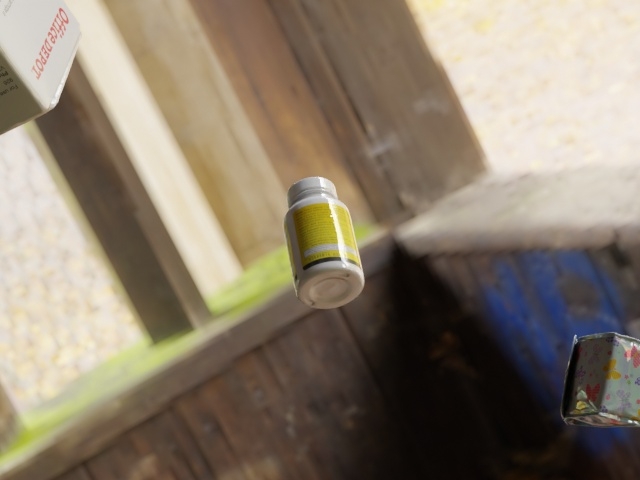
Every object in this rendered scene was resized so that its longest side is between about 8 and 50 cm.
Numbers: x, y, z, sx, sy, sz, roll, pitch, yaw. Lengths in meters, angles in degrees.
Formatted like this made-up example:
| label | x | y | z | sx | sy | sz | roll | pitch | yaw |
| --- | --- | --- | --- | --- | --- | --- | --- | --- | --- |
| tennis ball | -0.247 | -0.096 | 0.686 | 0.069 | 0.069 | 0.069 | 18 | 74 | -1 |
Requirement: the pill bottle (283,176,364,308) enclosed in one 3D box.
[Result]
| label | x | y | z | sx | sy | sz | roll | pitch | yaw |
| --- | --- | --- | --- | --- | --- | --- | --- | --- | --- |
| pill bottle | 0.000 | 0.000 | 1.744 | 0.065 | 0.065 | 0.116 | -23 | 52 | 15 |

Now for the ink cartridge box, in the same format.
| label | x | y | z | sx | sy | sz | roll | pitch | yaw |
| --- | --- | --- | --- | --- | --- | --- | --- | --- | --- |
| ink cartridge box | -0.364 | -0.250 | 1.779 | 0.121 | 0.289 | 0.211 | -26 | 24 | 16 |

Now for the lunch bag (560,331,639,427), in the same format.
| label | x | y | z | sx | sy | sz | roll | pitch | yaw |
| --- | --- | --- | --- | --- | --- | --- | --- | --- | --- |
| lunch bag | 0.221 | 0.113 | 1.504 | 0.053 | 0.071 | 0.083 | 16 | -11 | -20 |
